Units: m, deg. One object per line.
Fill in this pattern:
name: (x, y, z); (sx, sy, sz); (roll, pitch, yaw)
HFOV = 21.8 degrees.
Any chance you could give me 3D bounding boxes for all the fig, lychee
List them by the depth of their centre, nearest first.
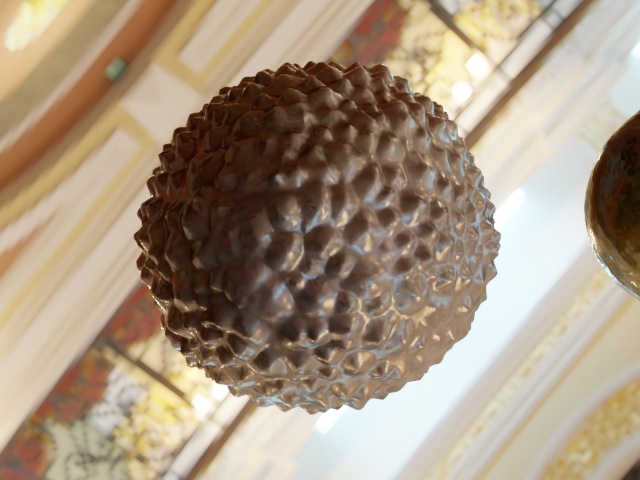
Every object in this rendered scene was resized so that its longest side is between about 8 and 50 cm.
lychee: (0.000, 0.000, 0.757); (0.165, 0.197, 0.165); (-4, -109, 12)
fig: (0.225, 0.008, 0.983); (0.133, 0.126, 0.185); (129, -47, -58)
